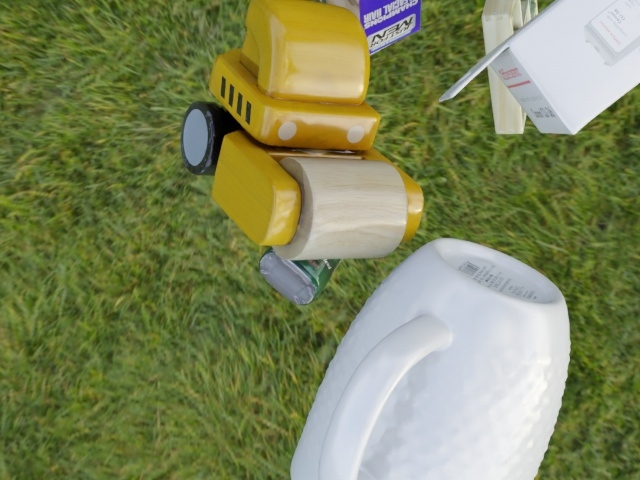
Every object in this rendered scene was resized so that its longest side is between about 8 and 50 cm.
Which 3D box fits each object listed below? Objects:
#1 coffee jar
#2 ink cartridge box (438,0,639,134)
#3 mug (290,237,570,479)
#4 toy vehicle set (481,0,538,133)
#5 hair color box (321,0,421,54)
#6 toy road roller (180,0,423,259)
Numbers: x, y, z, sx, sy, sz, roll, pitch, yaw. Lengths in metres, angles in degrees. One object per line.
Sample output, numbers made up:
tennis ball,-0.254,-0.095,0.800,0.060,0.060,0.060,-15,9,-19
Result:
coffee jar,0.000,0.000,1.440,0.096,0.079,0.184,41,51,-1
ink cartridge box,0.170,-0.124,0.615,0.198,0.115,0.067,-37,93,7
mug,0.120,0.183,1.169,0.276,0.374,0.328,30,110,27
toy vehicle set,0.256,-0.282,1.352,0.035,0.267,0.166,-1,128,19
hair color box,0.047,-0.415,1.339,0.110,0.339,0.185,-29,68,-7
toy road roller,-0.017,-0.145,1.215,0.202,0.329,0.241,-1,121,-32
